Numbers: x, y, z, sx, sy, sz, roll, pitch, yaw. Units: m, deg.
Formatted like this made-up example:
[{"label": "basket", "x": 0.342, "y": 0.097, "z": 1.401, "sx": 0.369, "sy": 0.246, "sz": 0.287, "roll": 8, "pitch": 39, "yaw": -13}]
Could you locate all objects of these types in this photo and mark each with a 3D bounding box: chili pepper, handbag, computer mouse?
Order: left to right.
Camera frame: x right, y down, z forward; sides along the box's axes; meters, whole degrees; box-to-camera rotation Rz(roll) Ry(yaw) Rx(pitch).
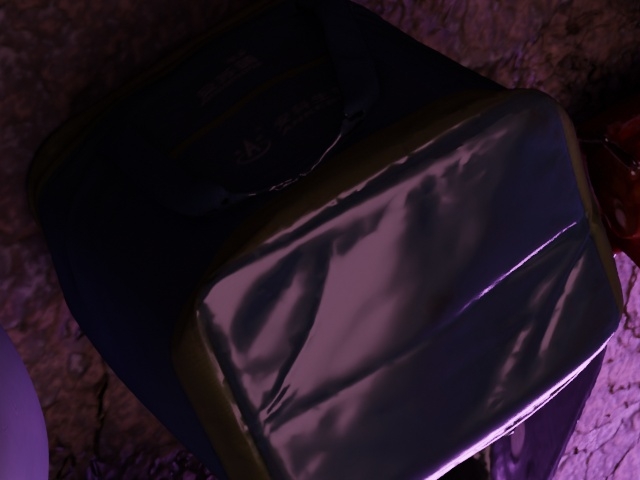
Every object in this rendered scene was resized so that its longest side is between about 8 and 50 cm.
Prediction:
[{"label": "handbag", "x": 0.000, "y": 0.000, "z": 1.082, "sx": 0.263, "sy": 0.241, "sz": 0.222, "roll": -37, "pitch": 125, "yaw": -13}, {"label": "computer mouse", "x": 0.107, "y": 0.070, "z": 1.277, "sx": 0.269, "sy": 0.100, "sz": 0.170, "roll": -51, "pitch": 140, "yaw": -55}, {"label": "chili pepper", "x": 0.288, "y": -0.076, "z": 1.374, "sx": 0.252, "sy": 0.136, "sz": 0.144, "roll": -37, "pitch": 103, "yaw": -22}]

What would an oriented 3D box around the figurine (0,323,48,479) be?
[{"label": "figurine", "x": -0.321, "y": 0.146, "z": 1.044, "sx": 0.381, "sy": 0.225, "sz": 0.205, "roll": -20, "pitch": 170, "yaw": 6}]
